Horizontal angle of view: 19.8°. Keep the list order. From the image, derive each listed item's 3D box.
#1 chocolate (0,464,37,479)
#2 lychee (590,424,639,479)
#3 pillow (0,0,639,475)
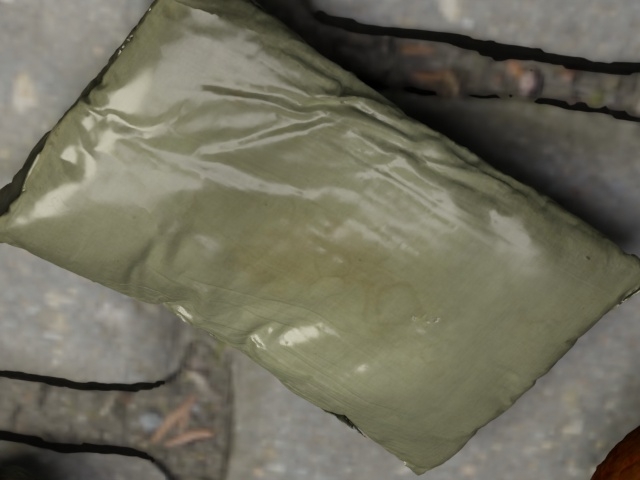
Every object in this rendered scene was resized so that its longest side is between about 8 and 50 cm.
[{"bbox_3d":[-0.191,0.201,0.836,0.110,0.110,0.248,27,121,-13],"label":"chocolate"},{"bbox_3d":[0.165,0.114,0.751,0.114,0.101,0.140,46,151,-24],"label":"lychee"},{"bbox_3d":[0.000,0.000,0.728,0.230,0.050,0.148,31,124,-19],"label":"pillow"}]
